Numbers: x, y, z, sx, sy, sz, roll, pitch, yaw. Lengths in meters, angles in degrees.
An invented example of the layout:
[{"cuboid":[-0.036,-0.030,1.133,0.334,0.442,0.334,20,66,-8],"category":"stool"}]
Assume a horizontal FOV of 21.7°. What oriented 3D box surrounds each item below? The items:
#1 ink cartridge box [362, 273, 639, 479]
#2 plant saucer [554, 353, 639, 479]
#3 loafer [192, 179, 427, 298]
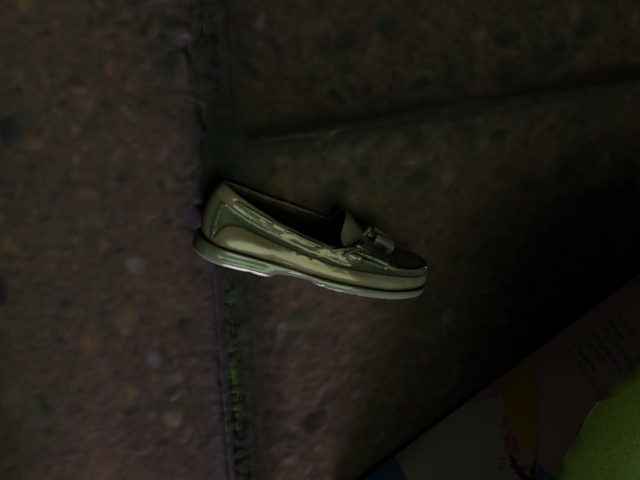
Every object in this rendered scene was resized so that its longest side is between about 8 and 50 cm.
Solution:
[{"cuboid":[0.162,0.171,0.913,0.233,0.168,0.171,-38,124,6],"category":"ink cartridge box"},{"cuboid":[0.224,0.126,0.785,0.241,0.037,0.241,-8,118,-14],"category":"plant saucer"},{"cuboid":[0.000,0.000,0.832,0.125,0.045,0.039,10,110,-21],"category":"loafer"}]
